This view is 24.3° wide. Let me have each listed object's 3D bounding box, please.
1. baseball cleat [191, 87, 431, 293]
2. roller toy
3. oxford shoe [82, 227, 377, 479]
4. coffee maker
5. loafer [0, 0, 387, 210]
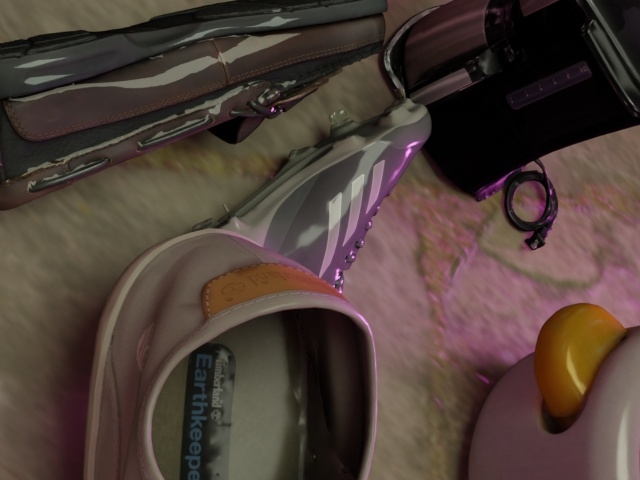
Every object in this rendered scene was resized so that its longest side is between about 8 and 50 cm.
[{"bbox_3d":[0.000,0.000,0.874,0.206,0.072,0.109,-35,107,-27],"label":"baseball cleat"},{"bbox_3d":[0.203,0.147,0.923,0.191,0.146,0.209,5,75,-35],"label":"roller toy"},{"bbox_3d":[-0.041,0.217,0.724,0.169,0.130,0.449,2,87,-33],"label":"oxford shoe"},{"bbox_3d":[0.155,-0.099,0.931,0.171,0.178,0.120,40,59,-21],"label":"coffee maker"},{"bbox_3d":[-0.078,-0.084,0.831,0.267,0.096,0.084,-15,107,-30],"label":"loafer"}]
